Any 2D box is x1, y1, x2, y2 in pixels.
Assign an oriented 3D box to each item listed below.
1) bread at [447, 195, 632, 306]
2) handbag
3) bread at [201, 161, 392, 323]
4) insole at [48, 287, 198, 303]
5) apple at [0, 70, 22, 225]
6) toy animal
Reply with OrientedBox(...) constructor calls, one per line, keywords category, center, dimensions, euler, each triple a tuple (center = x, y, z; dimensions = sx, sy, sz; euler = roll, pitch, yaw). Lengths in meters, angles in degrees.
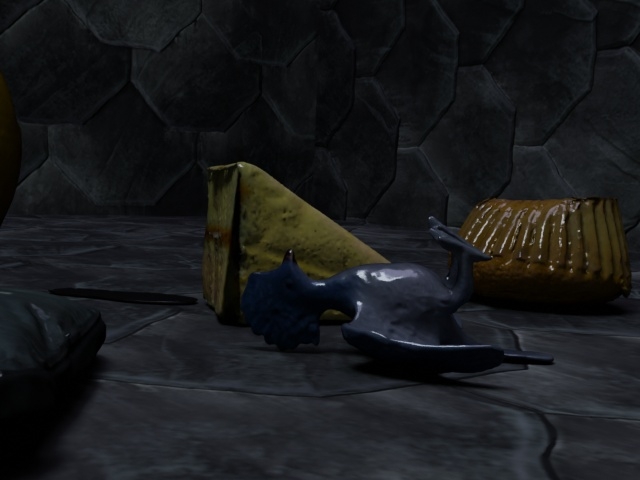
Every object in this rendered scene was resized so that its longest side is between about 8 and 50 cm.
OrientedBox(category="bread", center=(0.281, 0.013, 1.167), dimensions=(0.240, 0.139, 0.240), euler=(1, 1, 0))
OrientedBox(category="handbag", center=(-0.245, 0.070, 0.569), dimensions=(0.192, 0.075, 0.332), euler=(4, 0, -8))
OrientedBox(category="bread", center=(0.004, 0.002, 1.001), dimensions=(0.264, 0.163, 0.167), euler=(1, 3, -20))
OrientedBox(category="insole", center=(-0.234, 0.065, 1.059), dimensions=(0.188, 0.004, 0.064), euler=(4, 4, 17))
OrientedBox(category="apple", center=(-0.454, -0.084, 0.759), dimensions=(0.384, 0.374, 0.374), euler=(-28, -12, 29))
OrientedBox(category="toy animal", center=(0.072, 0.065, 0.787), dimensions=(0.255, 0.176, 0.239), euler=(37, 9, 0))
